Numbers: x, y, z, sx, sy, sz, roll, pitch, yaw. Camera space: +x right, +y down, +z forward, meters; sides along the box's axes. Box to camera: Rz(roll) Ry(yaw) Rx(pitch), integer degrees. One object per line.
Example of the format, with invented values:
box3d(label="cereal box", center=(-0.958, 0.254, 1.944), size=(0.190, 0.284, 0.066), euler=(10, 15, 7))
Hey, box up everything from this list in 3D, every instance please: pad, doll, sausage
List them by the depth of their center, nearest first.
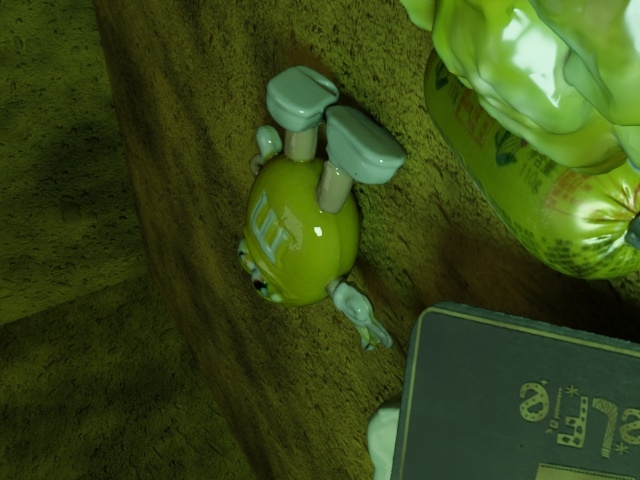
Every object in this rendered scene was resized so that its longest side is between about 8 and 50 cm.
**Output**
box3d(label="sausage", center=(0.162, -0.084, 0.610), size=(0.347, 0.123, 0.123), euler=(-109, 9, -58))
box3d(label="pad", center=(0.204, 0.164, 0.639), size=(0.375, 0.063, 0.315), euler=(10, 94, 38))
box3d(label="doll", center=(-0.006, -0.035, 1.150), size=(0.348, 0.161, 0.423), euler=(32, 134, 52))

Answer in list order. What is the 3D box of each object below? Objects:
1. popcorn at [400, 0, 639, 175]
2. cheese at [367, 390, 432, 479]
box3d(label="popcorn", center=(0.156, -0.188, 0.376), size=(0.279, 0.274, 0.335), euler=(-23, 84, 44))
box3d(label="cheese", center=(0.212, 0.204, 0.839), size=(0.248, 0.251, 0.173), euler=(-6, 91, 33))
